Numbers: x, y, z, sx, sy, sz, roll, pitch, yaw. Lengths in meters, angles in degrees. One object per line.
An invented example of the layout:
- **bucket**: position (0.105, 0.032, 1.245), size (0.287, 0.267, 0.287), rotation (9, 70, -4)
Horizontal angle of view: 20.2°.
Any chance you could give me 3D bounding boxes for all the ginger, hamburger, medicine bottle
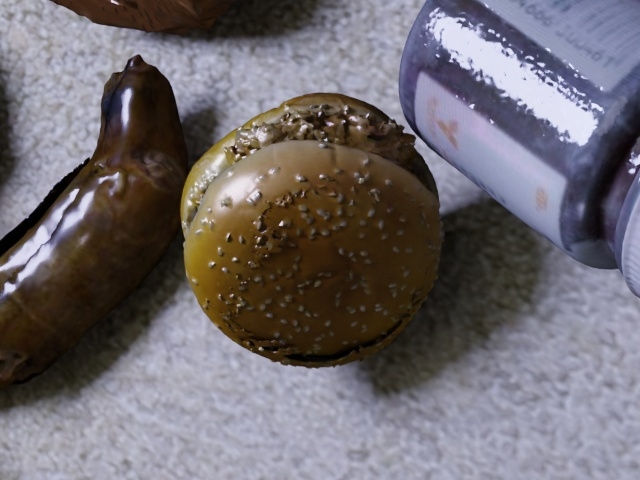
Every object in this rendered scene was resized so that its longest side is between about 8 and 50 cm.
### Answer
- **ginger**: position (-0.199, 0.013, 1.382), size (0.309, 0.107, 0.133), rotation (-45, 32, 13)
- **hamburger**: position (0.000, -0.007, 1.201), size (0.191, 0.181, 0.118), rotation (-53, 32, 23)
- **medicine bottle**: position (0.190, -0.066, 1.121), size (0.273, 0.165, 0.165), rotation (42, 98, 34)

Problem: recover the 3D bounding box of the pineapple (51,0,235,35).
- **pineapple**: position (-0.105, -0.349, 1.397), size (0.222, 0.223, 0.357), rotation (9, 69, 34)
